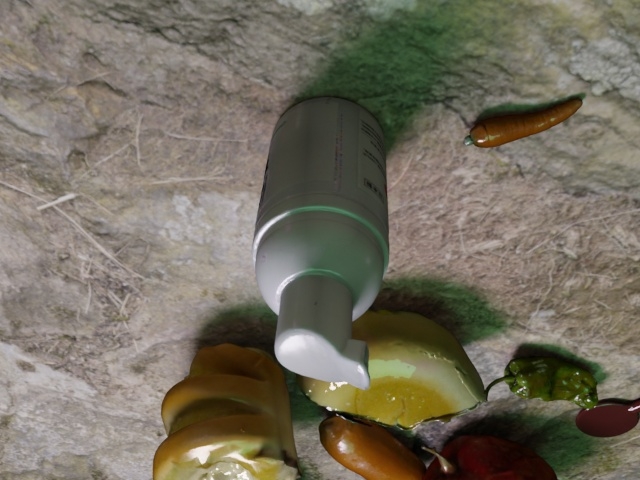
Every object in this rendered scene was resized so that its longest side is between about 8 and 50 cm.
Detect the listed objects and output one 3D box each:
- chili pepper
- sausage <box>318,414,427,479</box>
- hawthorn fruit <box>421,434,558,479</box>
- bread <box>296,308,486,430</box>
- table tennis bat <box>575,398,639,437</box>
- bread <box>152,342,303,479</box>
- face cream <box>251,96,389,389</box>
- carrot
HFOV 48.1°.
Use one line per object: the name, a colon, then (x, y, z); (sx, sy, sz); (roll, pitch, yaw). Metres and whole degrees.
chili pepper: (0.334, 0.210, 1.095); (0.204, 0.073, 0.072); (13, 113, -21)
sausage: (0.092, 0.369, 1.235); (0.098, 0.098, 0.238); (-32, 122, 27)
hawthorn fruit: (0.257, 0.420, 1.187); (0.272, 0.242, 0.242); (39, 123, -12)
bread: (0.109, 0.169, 1.035); (0.261, 0.158, 0.156); (17, 119, -9)
table tennis bat: (0.495, 0.286, 1.179); (0.098, 0.019, 0.155); (36, 126, -23)
bread: (-0.145, 0.303, 1.085); (0.211, 0.270, 0.315); (-5, 139, -10)
face cream: (0.000, 0.000, 0.747); (0.145, 0.369, 0.145); (2, 129, 2)
carrot: (0.235, -0.136, 0.837); (0.142, 0.035, 0.035); (-15, 128, 8)
